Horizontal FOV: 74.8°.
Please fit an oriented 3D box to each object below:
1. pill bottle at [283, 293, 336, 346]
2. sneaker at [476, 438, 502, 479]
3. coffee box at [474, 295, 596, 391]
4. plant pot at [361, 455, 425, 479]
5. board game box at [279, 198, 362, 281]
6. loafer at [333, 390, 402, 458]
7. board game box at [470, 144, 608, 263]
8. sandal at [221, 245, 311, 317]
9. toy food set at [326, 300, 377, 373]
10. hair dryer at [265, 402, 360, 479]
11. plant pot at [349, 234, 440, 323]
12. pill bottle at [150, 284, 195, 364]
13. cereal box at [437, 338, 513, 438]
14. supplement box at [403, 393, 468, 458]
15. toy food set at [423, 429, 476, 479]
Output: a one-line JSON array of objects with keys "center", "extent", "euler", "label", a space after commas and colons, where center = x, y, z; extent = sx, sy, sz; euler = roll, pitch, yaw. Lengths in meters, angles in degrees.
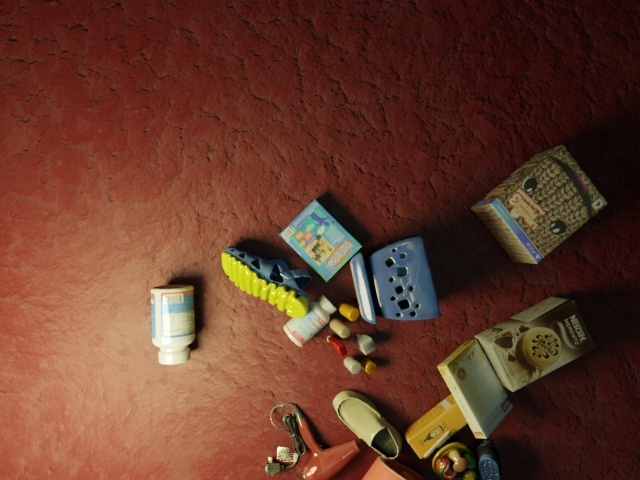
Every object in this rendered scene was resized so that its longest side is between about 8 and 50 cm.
[{"center": [-0.030, 0.243, 1.289], "extent": [0.160, 0.087, 0.087], "euler": [-43, 92, -2], "label": "pill bottle"}, {"center": [0.539, 0.740, 1.329], "extent": [0.081, 0.090, 0.232], "euler": [1, 114, 22], "label": "sneaker"}, {"center": [0.670, 0.318, 1.316], "extent": [0.297, 0.119, 0.168], "euler": [-27, 91, -3], "label": "coffee box"}, {"center": [0.208, 0.802, 1.230], "extent": [0.275, 0.275, 0.243], "euler": [28, 79, -3], "label": "plant pot"}, {"center": [0.000, 0.000, 1.311], "extent": [0.160, 0.047, 0.210], "euler": [-44, 92, -3], "label": "board game box"}, {"center": [0.155, 0.571, 1.298], "extent": [0.268, 0.092, 0.102], "euler": [40, 88, -3], "label": "loafer"}, {"center": [0.674, -0.108, 1.305], "extent": [0.291, 0.141, 0.232], "euler": [-40, 92, -3], "label": "board game box"}, {"center": [-0.156, 0.107, 1.281], "extent": [0.317, 0.126, 0.138], "euler": [31, 53, 4], "label": "sandal"}, {"center": [0.089, 0.312, 1.310], "extent": [0.111, 0.104, 0.232], "euler": [-29, 110, -16], "label": "toy food set"}, {"center": [-0.023, 0.641, 1.294], "extent": [0.294, 0.080, 0.223], "euler": [10, 89, -4], "label": "hair dryer"}, {"center": [0.204, 0.121, 1.235], "extent": [0.212, 0.236, 0.236], "euler": [-12, 87, 2], "label": "plant pot"}, {"center": [-0.438, 0.247, 1.247], "extent": [0.124, 0.124, 0.221], "euler": [-1, 90, -3], "label": "pill bottle"}, {"center": [0.479, 0.451, 1.288], "extent": [0.173, 0.047, 0.240], "euler": [-23, 83, -36], "label": "cereal box"}, {"center": [0.378, 0.575, 1.320], "extent": [0.233, 0.080, 0.078], "euler": [-36, 91, -4], "label": "supplement box"}, {"center": [0.418, 0.698, 1.286], "extent": [0.128, 0.071, 0.218], "euler": [-40, 116, 0], "label": "toy food set"}]
